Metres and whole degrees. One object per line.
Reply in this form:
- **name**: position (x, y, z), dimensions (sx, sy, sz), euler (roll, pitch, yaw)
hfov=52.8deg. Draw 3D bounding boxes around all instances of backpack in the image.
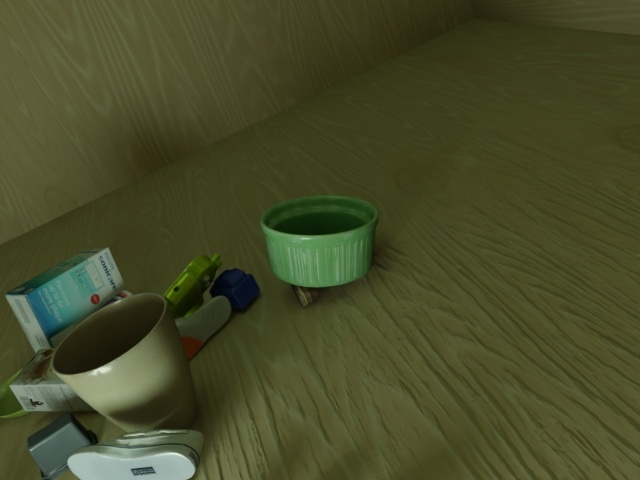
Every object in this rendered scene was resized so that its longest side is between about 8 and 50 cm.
- **backpack**: position (-0.243, 0.130, 1.766), dimensions (0.120, 0.101, 0.098), euler (-8, 24, 42)

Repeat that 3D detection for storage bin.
- **storage bin**: position (-0.588, 0.455, 1.453), dimensions (0.135, 0.091, 0.098), euler (-31, 27, -16)

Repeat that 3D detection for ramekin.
- **ramekin**: position (0.000, 0.000, 1.662), dimensions (0.304, 0.148, 0.303), euler (-3, 22, 1)

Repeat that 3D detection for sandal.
- **sandal**: position (-0.341, 0.236, 1.659), dimensions (0.076, 0.102, 0.265), euler (-1, 29, 47)

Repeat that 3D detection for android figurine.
- **android figurine**: position (-0.358, 0.144, 1.714), dimensions (0.273, 0.056, 0.248), euler (-50, -9, -20)

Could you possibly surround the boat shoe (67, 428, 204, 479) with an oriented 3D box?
- **boat shoe**: position (-0.334, 0.394, 1.183), dimensions (0.258, 0.095, 0.084), euler (-4, 26, 13)

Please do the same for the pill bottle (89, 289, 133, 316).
- **pill bottle**: position (-0.607, 0.241, 1.854), dimensions (0.108, 0.108, 0.193), euler (4, 37, 44)

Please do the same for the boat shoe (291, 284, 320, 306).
- **boat shoe**: position (-0.046, 0.109, 1.684), dimensions (0.060, 0.064, 0.178), euler (-22, 31, -7)

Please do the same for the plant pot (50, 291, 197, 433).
- **plant pot**: position (-0.380, 0.296, 1.366), dimensions (0.257, 0.274, 0.256), euler (-19, 26, 10)

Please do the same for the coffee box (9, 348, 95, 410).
- **coffee box**: position (-0.628, 0.350, 1.632), dimensions (0.247, 0.098, 0.141), euler (-5, 32, 16)

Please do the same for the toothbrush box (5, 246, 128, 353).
- **toothbrush box**: position (-0.734, 0.180, 1.914), dimensions (0.126, 0.216, 0.295), euler (-2, 24, 37)

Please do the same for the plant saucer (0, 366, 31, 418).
- **plant saucer**: position (-0.794, 0.408, 1.778), dimensions (0.241, 0.037, 0.241), euler (-18, 27, 9)
